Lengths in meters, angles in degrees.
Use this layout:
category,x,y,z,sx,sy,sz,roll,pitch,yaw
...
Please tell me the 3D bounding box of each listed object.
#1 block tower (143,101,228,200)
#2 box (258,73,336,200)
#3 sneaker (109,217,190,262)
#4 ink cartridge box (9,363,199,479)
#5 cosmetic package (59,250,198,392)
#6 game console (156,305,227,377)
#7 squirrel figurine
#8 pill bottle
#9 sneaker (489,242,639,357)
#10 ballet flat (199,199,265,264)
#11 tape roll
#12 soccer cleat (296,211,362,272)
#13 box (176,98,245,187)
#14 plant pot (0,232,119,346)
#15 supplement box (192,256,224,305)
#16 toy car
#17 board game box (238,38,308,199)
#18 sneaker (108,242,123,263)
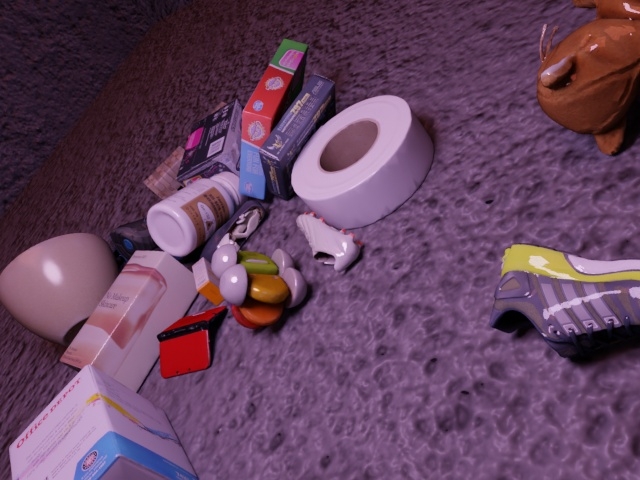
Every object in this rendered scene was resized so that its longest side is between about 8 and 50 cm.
category,x,y,z,sx,sy,sz,roll,pitch,yaw
block tower,-0.362,-0.254,1.768,0.335,0.097,0.091,-48,35,-4
box,-0.045,-0.228,1.346,0.059,0.183,0.232,27,71,13
sneaker,-0.414,-0.010,1.562,0.341,0.125,0.139,-1,34,39
ink cartridge box,-0.354,0.381,0.984,0.198,0.197,0.270,-48,35,-6
cosmetic package,-0.411,0.176,1.322,0.153,0.129,0.296,-2,51,46
game console,-0.260,0.208,1.239,0.144,0.085,0.124,-18,10,31
squirrel figurine,0.485,-0.297,0.818,0.370,0.281,0.397,-46,31,8
pill bottle,-0.276,-0.070,1.388,0.131,0.131,0.229,-10,22,39
sneaker,0.333,0.089,0.711,0.300,0.111,0.121,10,70,56
ballet flat,-0.195,-0.010,1.359,0.074,0.074,0.203,16,62,51
tape roll,0.081,-0.161,1.217,0.286,0.100,0.286,-27,38,23
soccer cleat,0.000,0.000,1.157,0.076,0.068,0.196,-52,38,-7
box,-0.252,-0.225,1.582,0.164,0.142,0.247,-24,40,24
plant pot,-0.608,0.146,1.469,0.284,0.284,0.191,-41,67,4
supplement box,-0.241,0.089,1.304,0.036,0.062,0.098,-40,34,7
toy car,-0.124,0.093,1.137,0.182,0.159,0.136,-127,48,-55
board game box,-0.111,-0.289,1.422,0.064,0.242,0.316,15,48,3
sneaker,-0.629,0.055,1.733,0.121,0.079,0.217,-34,21,-22
